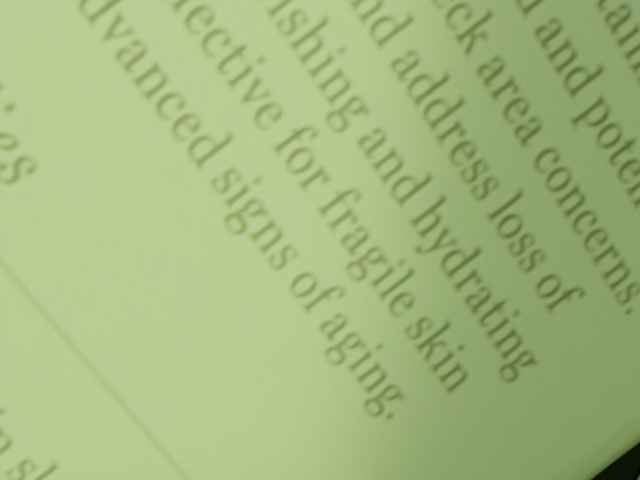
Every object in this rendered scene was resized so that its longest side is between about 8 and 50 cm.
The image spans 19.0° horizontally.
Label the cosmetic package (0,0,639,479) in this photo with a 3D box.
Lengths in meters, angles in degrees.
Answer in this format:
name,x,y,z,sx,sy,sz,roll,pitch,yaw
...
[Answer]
name,x,y,z,sx,sy,sz,roll,pitch,yaw
cosmetic package,-0.104,-0.073,0.552,0.393,0.327,0.329,-36,122,-2
